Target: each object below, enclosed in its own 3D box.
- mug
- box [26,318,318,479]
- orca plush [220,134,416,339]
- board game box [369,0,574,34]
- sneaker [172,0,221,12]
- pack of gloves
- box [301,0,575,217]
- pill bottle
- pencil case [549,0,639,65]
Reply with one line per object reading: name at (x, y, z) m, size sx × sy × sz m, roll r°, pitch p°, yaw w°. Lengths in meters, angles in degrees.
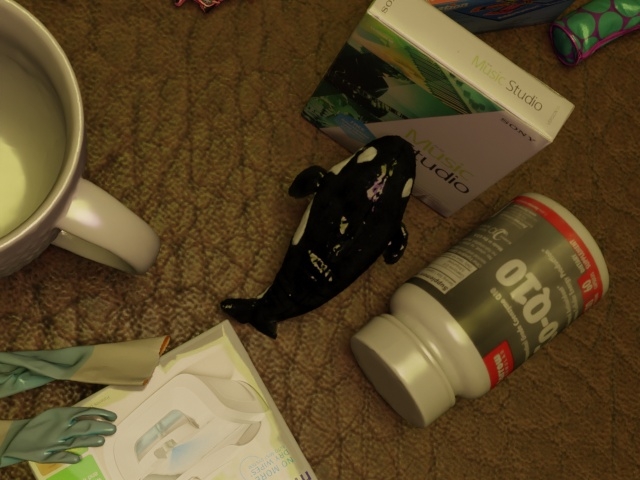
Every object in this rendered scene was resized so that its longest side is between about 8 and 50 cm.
mug at (-0.339, -0.062, 1.165) m, size 0.374 × 0.328 × 0.276 m, roll 26°, pitch 77°, yaw -7°
box at (-0.165, 0.255, 1.251) m, size 0.262 × 0.127 × 0.231 m, roll -28°, pitch 85°, yaw -15°
orca plush at (0.000, 0.000, 1.279) m, size 0.287 × 0.102 × 0.151 m, roll -35°, pitch 94°, yaw 11°
board game box at (0.188, -0.289, 1.403) m, size 0.281 × 0.145 × 0.027 m, roll -11°, pitch 83°, yaw -13°
sneaker at (-0.131, -0.310, 1.399) m, size 0.119 × 0.047 × 0.057 m, roll 1°, pitch 87°, yaw -4°
pack of gloves at (-0.298, 0.159, 1.185) m, size 0.232 × 0.195 × 0.046 m, roll -8°, pitch 120°, yaw 21°
box at (0.116, -0.146, 1.272) m, size 0.232 × 0.322 × 0.058 m, roll 34°, pitch 71°, yaw -3°
pill bottle at (0.186, 0.084, 1.329) m, size 0.283 × 0.161 × 0.161 m, roll -37°, pitch 89°, yaw -15°
pencil case at (0.377, -0.286, 1.481) m, size 0.151 × 0.064 × 0.070 m, roll -27°, pitch 61°, yaw -14°
